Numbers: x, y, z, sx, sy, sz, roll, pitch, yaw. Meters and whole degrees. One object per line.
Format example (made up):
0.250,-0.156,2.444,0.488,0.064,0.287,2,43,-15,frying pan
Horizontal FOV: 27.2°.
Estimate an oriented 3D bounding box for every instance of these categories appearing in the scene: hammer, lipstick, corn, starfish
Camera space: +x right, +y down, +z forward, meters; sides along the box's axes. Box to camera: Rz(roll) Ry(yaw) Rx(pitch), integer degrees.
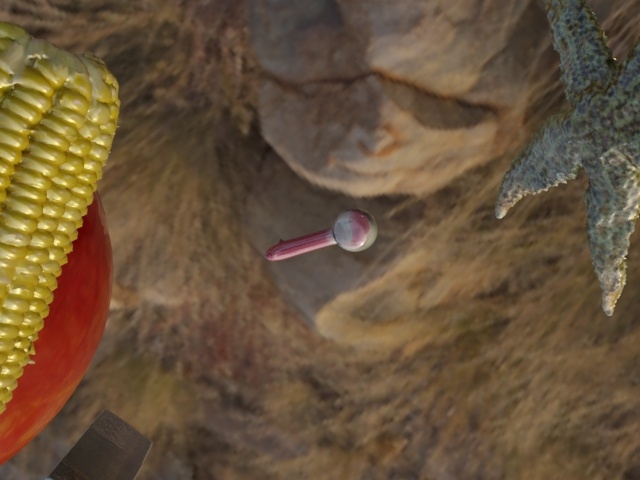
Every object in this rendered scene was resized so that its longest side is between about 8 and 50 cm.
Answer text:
0.000,0.000,0.947,0.052,0.083,0.031,17,-124,-83,hammer
-0.248,0.260,1.412,0.079,0.076,0.371,35,-178,-3,lipstick
-0.125,0.006,0.448,0.063,0.165,0.085,20,-178,25,corn
0.277,-0.089,1.186,0.347,0.078,0.358,10,110,43,starfish

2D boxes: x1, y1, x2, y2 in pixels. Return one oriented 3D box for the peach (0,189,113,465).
-0.332,0.016,0.847,0.388,0.388,0.388,26,140,24,peach
